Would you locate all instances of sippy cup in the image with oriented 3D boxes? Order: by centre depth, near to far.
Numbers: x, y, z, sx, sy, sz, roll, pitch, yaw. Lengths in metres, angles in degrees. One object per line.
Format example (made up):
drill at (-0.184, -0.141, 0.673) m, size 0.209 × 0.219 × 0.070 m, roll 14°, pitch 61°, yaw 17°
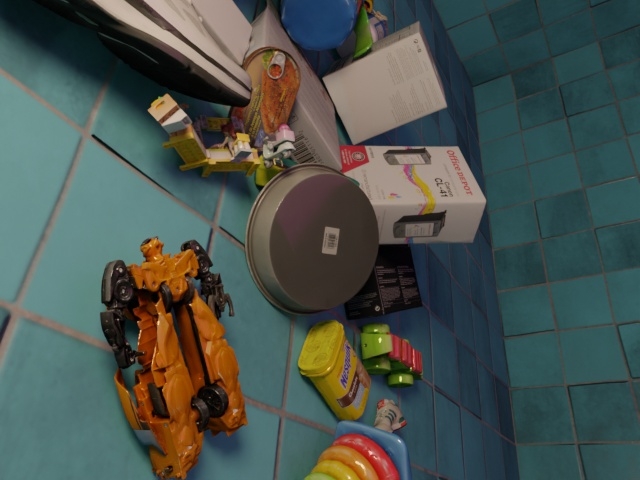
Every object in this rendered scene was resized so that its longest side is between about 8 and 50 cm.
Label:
sippy cup at (0.003, -0.566, 1.191) m, size 0.305 × 0.240 × 0.224 m, roll 14°, pitch 52°, yaw -9°

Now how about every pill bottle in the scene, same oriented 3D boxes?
pill bottle at (0.119, -0.602, 1.537) m, size 0.124 × 0.124 × 0.221 m, roll 65°, pitch 31°, yaw -19°

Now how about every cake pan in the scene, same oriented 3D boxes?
cake pan at (0.000, 0.000, 0.975) m, size 0.293 × 0.054 × 0.294 m, roll -3°, pitch 96°, yaw -35°

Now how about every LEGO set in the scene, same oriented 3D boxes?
LEGO set at (-0.177, -0.181, 0.828) m, size 0.287 × 0.132 × 0.107 m, roll 6°, pitch 63°, yaw -53°

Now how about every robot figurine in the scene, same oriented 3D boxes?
robot figurine at (-0.194, 0.140, 0.678) m, size 0.211 × 0.085 × 0.291 m, roll -21°, pitch 96°, yaw -62°

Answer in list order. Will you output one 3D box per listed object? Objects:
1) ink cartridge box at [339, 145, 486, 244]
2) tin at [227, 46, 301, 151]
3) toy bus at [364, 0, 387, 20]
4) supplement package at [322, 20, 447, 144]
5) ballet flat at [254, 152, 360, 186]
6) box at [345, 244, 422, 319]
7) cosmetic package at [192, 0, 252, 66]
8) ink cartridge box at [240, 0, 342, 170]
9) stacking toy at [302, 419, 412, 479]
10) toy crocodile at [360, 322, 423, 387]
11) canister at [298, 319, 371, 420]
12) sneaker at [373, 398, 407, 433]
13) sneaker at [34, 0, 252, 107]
ink cartridge box at (0.190, -0.109, 1.193) m, size 0.226 × 0.305 × 0.131 m, roll -98°, pitch -172°, yaw -46°
tin at (-0.106, -0.257, 0.945) m, size 0.106 × 0.190 × 0.040 m, roll 11°, pitch 23°, yaw -31°
toy bus at (0.099, -0.739, 1.496) m, size 0.202 × 0.104 × 0.191 m, roll -12°, pitch 52°, yaw -41°
supplement package at (0.175, -0.420, 1.381) m, size 0.199 × 0.262 × 0.198 m, roll 61°, pitch 23°, yaw -24°
ballet flat at (-0.029, -0.114, 1.039) m, size 0.230 × 0.077 × 0.077 m, roll 13°, pitch 24°, yaw -31°
box at (0.152, 0.092, 1.296) m, size 0.261 × 0.103 × 0.185 m, roll 5°, pitch 75°, yaw -59°
cosmetic package at (-0.222, -0.405, 0.882) m, size 0.231 × 0.085 × 0.118 m, roll 49°, pitch 39°, yaw -43°
ink cartridge box at (-0.072, -0.350, 1.161) m, size 0.308 × 0.091 × 0.385 m, roll 52°, pitch 19°, yaw -35°
stacking toy at (0.012, 0.444, 0.863) m, size 0.301 × 0.165 × 0.175 m, roll -12°, pitch 100°, yaw -50°
toy crocodile at (0.184, 0.282, 1.262) m, size 0.340 × 0.105 × 0.115 m, roll 39°, pitch 45°, yaw -48°
canister at (0.034, 0.263, 1.039) m, size 0.170 × 0.073 × 0.126 m, roll 60°, pitch 32°, yaw -29°
sneaker at (0.142, 0.411, 1.195) m, size 0.161 × 0.057 × 0.075 m, roll 9°, pitch 52°, yaw -58°
sneaker at (-0.218, -0.376, 0.694) m, size 0.447 × 0.169 × 0.258 m, roll 27°, pitch 83°, yaw -52°
